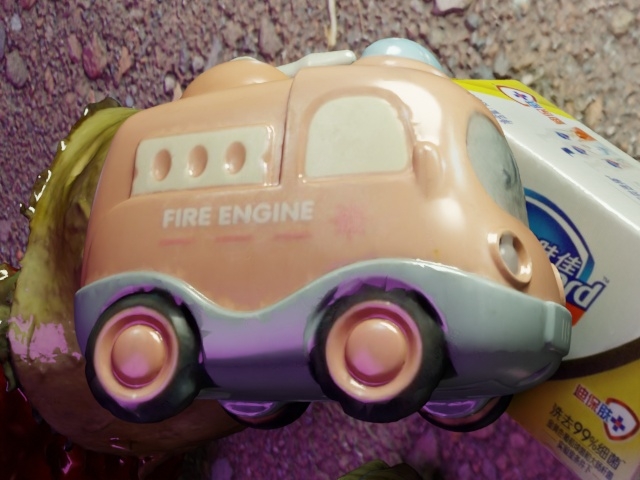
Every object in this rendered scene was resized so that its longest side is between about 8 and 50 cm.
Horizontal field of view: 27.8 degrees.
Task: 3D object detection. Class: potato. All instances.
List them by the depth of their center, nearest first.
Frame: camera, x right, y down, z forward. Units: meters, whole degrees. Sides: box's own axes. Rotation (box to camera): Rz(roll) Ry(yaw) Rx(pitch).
[{"bbox_3d":[-0.074,0.034,1.003,0.237,0.289,0.300,0,70,30],"label":"potato"}]

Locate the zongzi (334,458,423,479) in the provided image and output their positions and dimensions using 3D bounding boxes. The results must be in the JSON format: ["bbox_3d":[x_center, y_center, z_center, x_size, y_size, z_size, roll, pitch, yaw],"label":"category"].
[{"bbox_3d":[0.098,0.297,0.940,0.256,0.115,0.228,12,101,39],"label":"zongzi"}]

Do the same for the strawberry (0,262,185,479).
[{"bbox_3d":[-0.268,0.205,1.206,0.295,0.317,0.345,4,118,16],"label":"strawberry"}]

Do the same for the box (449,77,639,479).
[{"bbox_3d":[0.155,0.023,0.842,0.265,0.097,0.168,43,125,34],"label":"box"}]

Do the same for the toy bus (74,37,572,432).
[{"bbox_3d":[0.000,0.000,0.766,0.288,0.194,0.232,-5,76,21],"label":"toy bus"}]
